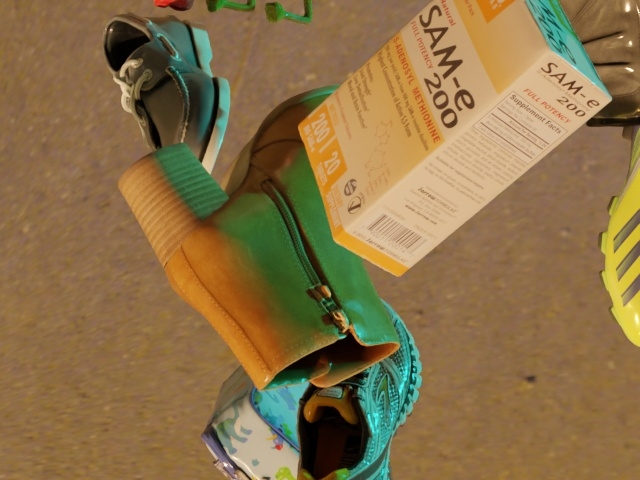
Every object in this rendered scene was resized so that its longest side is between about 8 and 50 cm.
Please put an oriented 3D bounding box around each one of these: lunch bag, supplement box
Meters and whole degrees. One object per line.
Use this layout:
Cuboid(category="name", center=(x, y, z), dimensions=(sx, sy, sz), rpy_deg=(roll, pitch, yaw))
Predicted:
Cuboid(category="lunch bag", center=(-0.035, 0.219, 1.590), dimensions=(0.176, 0.219, 0.090), rpy_deg=(44, 101, -9))
Cuboid(category="supplement box", center=(0.042, -0.044, 0.498), dimensions=(0.036, 0.098, 0.062), rpy_deg=(30, 29, -37))

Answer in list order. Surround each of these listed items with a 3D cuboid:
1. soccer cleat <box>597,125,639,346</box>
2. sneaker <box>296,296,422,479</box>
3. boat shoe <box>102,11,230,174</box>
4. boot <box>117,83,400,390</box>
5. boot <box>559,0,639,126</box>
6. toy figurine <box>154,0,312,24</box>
Cuboid(category="soccer cleat", center=(0.355, -0.035, 1.468), dimensions=(0.093, 0.121, 0.289), rpy_deg=(13, 84, -40))
Cuboid(category="sneaker", center=(0.031, 0.138, 1.250), dimensions=(0.092, 0.088, 0.225), rpy_deg=(60, 30, -47))
Cuboid(category="boat shoe", center=(-0.153, -0.132, 1.382), dimensions=(0.099, 0.319, 0.116), rpy_deg=(15, 116, -19))
Cuboid(category="boot", center=(0.000, 0.000, 1.139), dimensions=(0.295, 0.104, 0.211), rpy_deg=(-24, 71, -45))
Cuboid(category="boot", center=(0.247, -0.175, 0.901), dimensions=(0.083, 0.246, 0.161), rpy_deg=(-19, 84, -52))
Cuboid(category="toy figurine", center=(-0.092, -0.323, 1.355), dimensions=(0.363, 0.217, 0.191), rpy_deg=(9, 84, -30))
